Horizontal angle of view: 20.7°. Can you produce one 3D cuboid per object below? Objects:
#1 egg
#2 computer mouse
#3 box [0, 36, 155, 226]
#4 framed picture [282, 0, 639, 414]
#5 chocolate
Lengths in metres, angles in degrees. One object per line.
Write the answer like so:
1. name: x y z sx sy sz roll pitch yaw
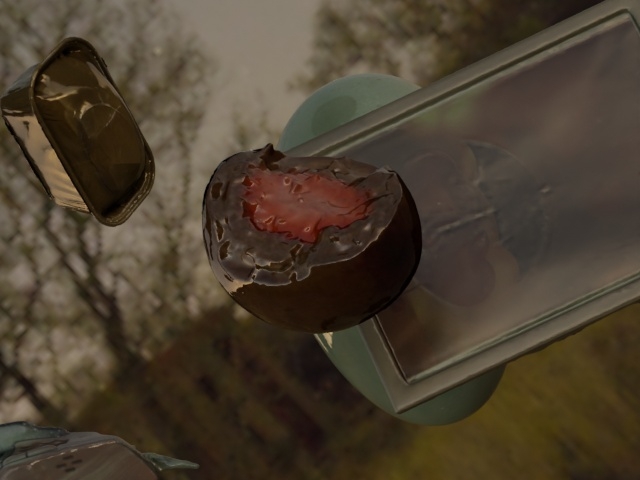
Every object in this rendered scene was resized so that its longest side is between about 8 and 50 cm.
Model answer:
1. egg: 0.076 0.014 1.738 0.230 0.371 0.230 -16 18 5
2. computer mouse: -0.336 0.334 2.194 0.389 0.199 0.115 -10 20 15
3. box: -0.221 -0.100 1.641 0.111 0.177 0.111 -20 30 12
4. framed picture: 0.142 -0.031 1.246 0.289 0.211 0.020 -25 -17 2
5. chocolate: 0.000 0.000 1.080 0.124 0.127 0.133 -56 38 -1
